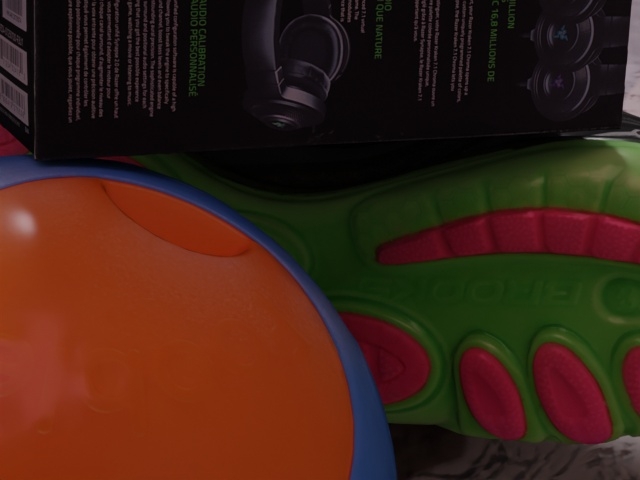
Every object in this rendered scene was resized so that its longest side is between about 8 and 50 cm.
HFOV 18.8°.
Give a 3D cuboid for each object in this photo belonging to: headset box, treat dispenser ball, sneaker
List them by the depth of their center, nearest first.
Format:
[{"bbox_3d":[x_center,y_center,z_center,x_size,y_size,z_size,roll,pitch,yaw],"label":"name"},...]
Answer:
[{"bbox_3d":[-0.112,0.109,0.780,0.288,0.288,0.288,-4,45,4],"label":"treat dispenser ball"},{"bbox_3d":[-0.021,-0.130,0.876,0.283,0.131,0.246,-4,17,-21],"label":"headset box"},{"bbox_3d":[0.000,0.000,0.990,0.483,0.185,0.202,10,17,22],"label":"sneaker"}]
